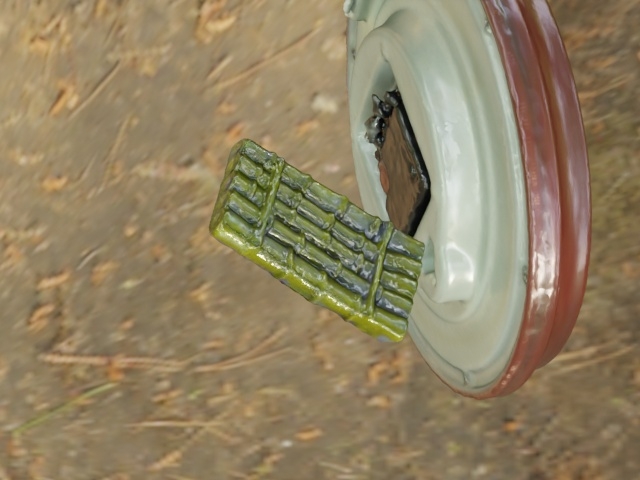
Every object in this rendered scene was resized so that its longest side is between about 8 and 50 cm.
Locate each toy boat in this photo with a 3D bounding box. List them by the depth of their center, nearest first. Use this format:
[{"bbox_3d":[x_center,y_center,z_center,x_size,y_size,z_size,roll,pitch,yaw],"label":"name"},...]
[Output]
[{"bbox_3d":[0.000,0.000,0.974,0.115,0.016,0.063,31,52,-22],"label":"toy boat"}]

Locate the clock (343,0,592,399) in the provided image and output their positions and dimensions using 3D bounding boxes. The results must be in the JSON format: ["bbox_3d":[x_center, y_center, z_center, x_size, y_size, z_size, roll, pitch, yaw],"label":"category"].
[{"bbox_3d":[0.075,-0.055,1.258,0.080,0.318,0.318,-9,86,-17],"label":"clock"}]
